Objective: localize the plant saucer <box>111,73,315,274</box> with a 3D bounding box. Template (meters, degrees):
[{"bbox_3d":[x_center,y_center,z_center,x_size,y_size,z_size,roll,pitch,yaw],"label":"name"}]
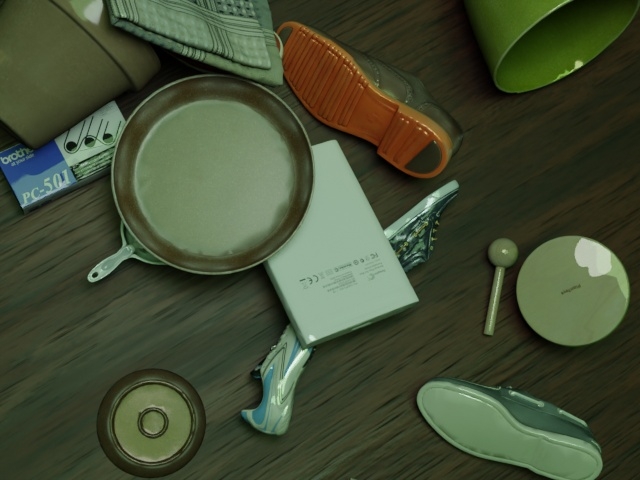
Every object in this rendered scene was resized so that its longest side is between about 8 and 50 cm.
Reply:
[{"bbox_3d":[-0.164,-0.100,1.634,0.310,0.050,0.310,0,84,-4],"label":"plant saucer"}]

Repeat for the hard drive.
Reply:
[{"bbox_3d":[0.000,0.000,1.692,0.203,0.040,0.307,-19,71,-22],"label":"hard drive"}]

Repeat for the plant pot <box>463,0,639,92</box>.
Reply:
[{"bbox_3d":[0.348,-0.452,1.809,0.275,0.275,0.293,-21,69,-15],"label":"plant pot"}]

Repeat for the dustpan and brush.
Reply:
[{"bbox_3d":[-0.280,0.002,1.667,0.211,0.060,0.147,-39,90,-16],"label":"dustpan and brush"}]

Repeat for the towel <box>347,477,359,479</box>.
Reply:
[{"bbox_3d":[0.090,0.512,1.601,0.187,0.049,0.282,29,43,-7],"label":"towel"}]

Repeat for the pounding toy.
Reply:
[{"bbox_3d":[0.403,0.083,1.798,0.237,0.110,0.183,3,90,17],"label":"pounding toy"}]

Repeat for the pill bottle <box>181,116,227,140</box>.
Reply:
[{"bbox_3d":[-0.151,-0.172,1.716,0.152,0.086,0.086,-2,80,-13],"label":"pill bottle"}]

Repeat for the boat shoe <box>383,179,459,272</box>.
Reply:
[{"bbox_3d":[0.175,-0.019,1.774,0.183,0.065,0.083,-38,90,-9],"label":"boat shoe"}]

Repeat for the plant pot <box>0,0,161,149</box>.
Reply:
[{"bbox_3d":[-0.413,-0.268,1.594,0.263,0.263,0.229,42,80,-2],"label":"plant pot"}]

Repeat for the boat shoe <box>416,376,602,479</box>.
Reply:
[{"bbox_3d":[0.309,0.296,1.742,0.319,0.116,0.099,23,32,-1],"label":"boat shoe"}]

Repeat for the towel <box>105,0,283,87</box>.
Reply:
[{"bbox_3d":[-0.198,-0.401,1.616,0.324,0.056,0.312,15,48,-42],"label":"towel"}]

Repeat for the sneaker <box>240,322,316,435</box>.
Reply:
[{"bbox_3d":[-0.057,0.187,1.672,0.086,0.085,0.237,20,73,-1],"label":"sneaker"}]

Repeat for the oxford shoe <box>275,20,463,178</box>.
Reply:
[{"bbox_3d":[0.080,-0.249,1.785,0.363,0.130,0.133,40,41,4],"label":"oxford shoe"}]

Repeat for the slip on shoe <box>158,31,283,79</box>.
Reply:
[{"bbox_3d":[-0.215,-0.359,1.726,0.331,0.101,0.123,25,77,-5],"label":"slip on shoe"}]

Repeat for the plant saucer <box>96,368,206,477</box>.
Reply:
[{"bbox_3d":[-0.259,0.281,1.636,0.168,0.029,0.168,2,78,-12],"label":"plant saucer"}]

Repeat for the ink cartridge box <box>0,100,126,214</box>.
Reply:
[{"bbox_3d":[-0.395,-0.132,1.674,0.207,0.046,0.097,-27,85,-15],"label":"ink cartridge box"}]
